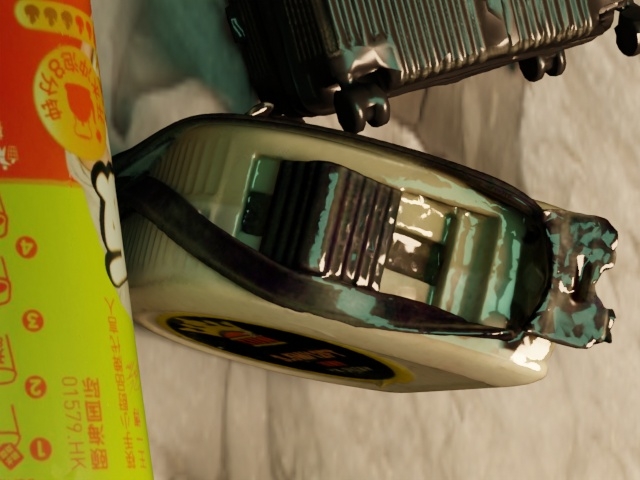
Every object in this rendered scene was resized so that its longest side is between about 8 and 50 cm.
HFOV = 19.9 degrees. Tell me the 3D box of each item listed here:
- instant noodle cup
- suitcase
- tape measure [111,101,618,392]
[{"bbox_3d":[-0.219,0.019,0.944,0.294,0.294,0.307,1,80,-23],"label":"instant noodle cup"},{"bbox_3d":[0.043,-0.244,1.116,0.230,0.152,0.335,-17,93,-24],"label":"suitcase"},{"bbox_3d":[0.000,0.000,1.016,0.231,0.271,0.133,19,79,-22],"label":"tape measure"}]
